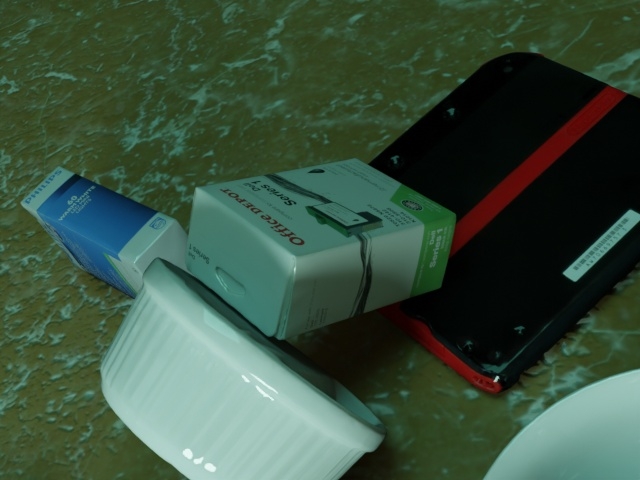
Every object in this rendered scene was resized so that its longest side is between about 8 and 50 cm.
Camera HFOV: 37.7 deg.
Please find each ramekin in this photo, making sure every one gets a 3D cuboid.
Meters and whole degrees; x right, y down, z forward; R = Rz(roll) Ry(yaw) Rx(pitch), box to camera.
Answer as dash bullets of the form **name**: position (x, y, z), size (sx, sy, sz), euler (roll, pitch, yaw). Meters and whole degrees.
- **ramekin**: position (-0.081, 0.144, 0.874), size (0.273, 0.273, 0.127), euler (33, 86, 44)

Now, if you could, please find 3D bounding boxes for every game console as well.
- **game console**: position (0.210, -0.045, 1.054), size (0.386, 0.060, 0.342), euler (-42, 49, -12)

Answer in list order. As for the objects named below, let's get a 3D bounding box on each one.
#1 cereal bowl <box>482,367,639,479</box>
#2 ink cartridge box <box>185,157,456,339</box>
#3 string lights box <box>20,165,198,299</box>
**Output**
- **cereal bowl**: position (0.274, 0.262, 0.655), size (0.339, 0.141, 0.338), euler (-15, 44, 15)
- **ink cartridge box**: position (0.000, 0.000, 0.933), size (0.219, 0.092, 0.160), euler (-14, 35, -41)
- **string lights box**: position (-0.254, 0.005, 1.183), size (0.260, 0.133, 0.076), euler (23, 64, 40)
